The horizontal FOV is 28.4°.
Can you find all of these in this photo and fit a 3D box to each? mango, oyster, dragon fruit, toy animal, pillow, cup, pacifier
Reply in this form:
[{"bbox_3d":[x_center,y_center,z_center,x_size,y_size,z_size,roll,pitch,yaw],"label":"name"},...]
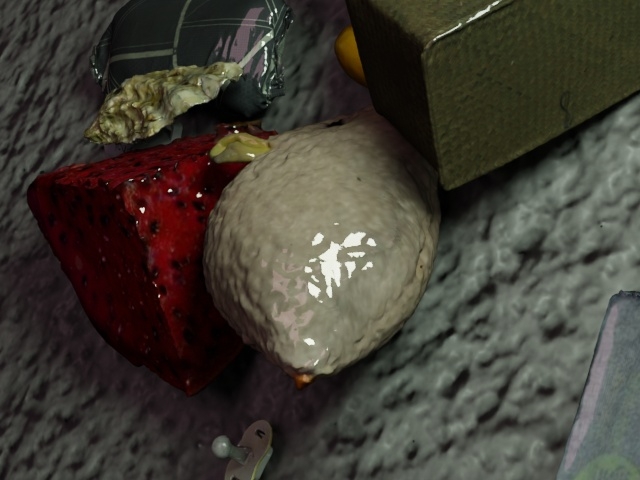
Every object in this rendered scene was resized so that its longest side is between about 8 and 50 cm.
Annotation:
[{"bbox_3d":[0.078,-0.190,1.353,0.190,0.098,0.075,40,130,46],"label":"mango"},{"bbox_3d":[-0.175,-0.165,1.431,0.133,0.072,0.209,-42,17,-32],"label":"oyster"},{"bbox_3d":[-0.204,-0.035,1.396,0.330,0.240,0.302,18,64,34],"label":"dragon fruit"},{"bbox_3d":[-0.002,0.004,1.234,0.226,0.188,0.358,-4,38,20],"label":"toy animal"},{"bbox_3d":[-0.161,-0.232,1.555,0.335,0.092,0.162,9,83,40],"label":"pillow"},{"bbox_3d":[-0.202,-0.121,1.538,0.116,0.074,0.104,32,115,39],"label":"cup"},{"bbox_3d":[-0.086,0.217,1.296,0.068,0.064,0.083,20,81,59],"label":"pacifier"}]

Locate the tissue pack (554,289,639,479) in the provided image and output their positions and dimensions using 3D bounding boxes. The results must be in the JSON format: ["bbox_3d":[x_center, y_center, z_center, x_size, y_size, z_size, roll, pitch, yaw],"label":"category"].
[{"bbox_3d":[0.357,0.204,0.896,0.394,0.124,0.288,10,78,48],"label":"tissue pack"}]

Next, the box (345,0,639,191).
[{"bbox_3d":[0.178,-0.199,1.163,0.273,0.184,0.143,-29,46,-12],"label":"box"}]
